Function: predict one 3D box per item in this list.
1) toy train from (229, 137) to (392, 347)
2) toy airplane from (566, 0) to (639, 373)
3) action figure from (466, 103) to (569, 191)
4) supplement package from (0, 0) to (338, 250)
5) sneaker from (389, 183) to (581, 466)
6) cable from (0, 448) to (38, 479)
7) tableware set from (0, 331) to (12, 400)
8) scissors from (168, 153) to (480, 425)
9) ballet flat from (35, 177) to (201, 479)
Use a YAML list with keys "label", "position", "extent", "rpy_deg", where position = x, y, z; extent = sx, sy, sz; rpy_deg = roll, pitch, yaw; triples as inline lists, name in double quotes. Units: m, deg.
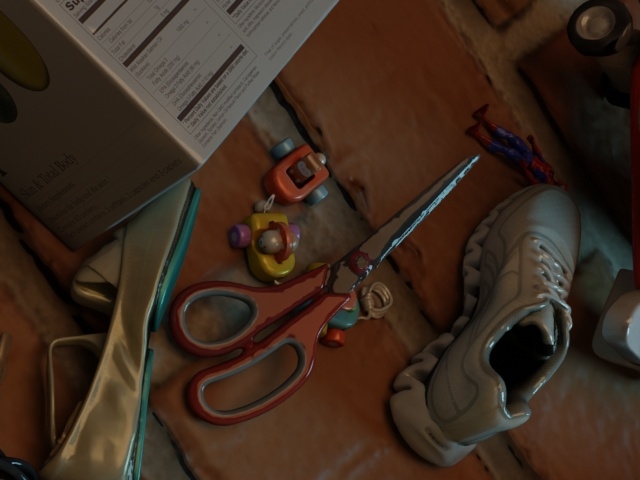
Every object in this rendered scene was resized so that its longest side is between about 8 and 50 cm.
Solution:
- label: "toy train"
  position: [0.000, 0.000, 1.078]
  extent: [0.125, 0.046, 0.166]
  rpy_deg: [-36, 95, -38]
- label: "toy airplane"
  position: [0.370, -0.045, 1.201]
  extent: [0.386, 0.273, 0.384]
  rpy_deg: [-50, 128, -57]
- label: "action figure"
  position: [0.187, -0.078, 1.252]
  extent: [0.115, 0.030, 0.038]
  rpy_deg: [38, 51, -21]
- label: "supplement package"
  position: [-0.169, -0.170, 0.923]
  extent: [0.263, 0.199, 0.198]
  rpy_deg: [45, 54, -14]
- label: "sneaker"
  position: [0.169, 0.059, 1.134]
  extent: [0.110, 0.118, 0.292]
  rpy_deg: [40, 53, -15]
- label: "cable"
  position: [-0.238, 0.205, 0.834]
  extent: [0.151, 0.047, 0.184]
  rpy_deg: [6, 80, -26]
- label: "tableware set"
  position: [-0.284, 0.080, 0.866]
  extent: [0.169, 0.020, 0.141]
  rpy_deg: [37, 56, -19]
- label: "scissors"
  position: [0.020, 0.037, 1.035]
  extent: [0.297, 0.021, 0.109]
  rpy_deg: [-26, 88, -19]
- label: "ballet flat"
  position: [-0.143, 0.061, 0.941]
  extent: [0.086, 0.086, 0.248]
  rpy_deg: [23, 63, -27]
